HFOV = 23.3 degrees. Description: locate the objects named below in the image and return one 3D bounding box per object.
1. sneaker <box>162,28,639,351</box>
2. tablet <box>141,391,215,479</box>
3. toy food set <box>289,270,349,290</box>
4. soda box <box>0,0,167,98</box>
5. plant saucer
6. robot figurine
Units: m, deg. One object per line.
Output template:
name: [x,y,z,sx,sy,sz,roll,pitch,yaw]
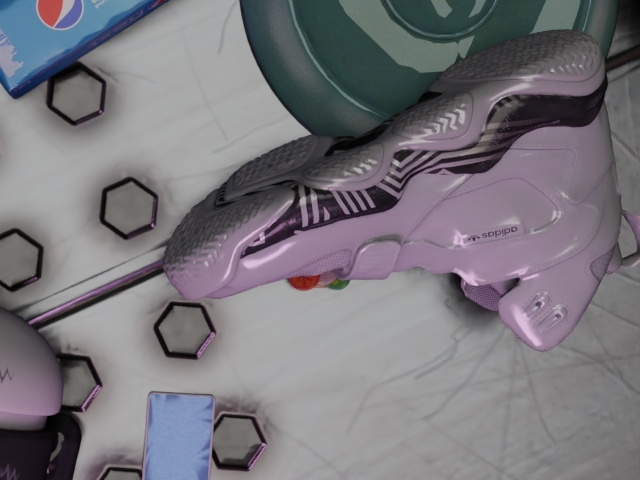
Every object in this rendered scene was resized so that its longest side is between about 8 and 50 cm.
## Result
sneaker: [0.077,0.004,1.177,0.366,0.137,0.210,-27,109,-6]
tablet: [-0.113,0.164,1.239,0.054,0.006,0.083,4,89,-7]
toy food set: [0.000,0.000,1.246,0.082,0.020,0.083,-42,96,-5]
soda box: [-0.169,-0.195,1.196,0.210,0.071,0.067,-34,94,-6]
plant saucer: [0.094,-0.210,1.247,0.318,0.044,0.317,0,90,-7]
robot figurine: [-0.291,0.176,1.135,0.174,0.209,0.278,15,89,9]
